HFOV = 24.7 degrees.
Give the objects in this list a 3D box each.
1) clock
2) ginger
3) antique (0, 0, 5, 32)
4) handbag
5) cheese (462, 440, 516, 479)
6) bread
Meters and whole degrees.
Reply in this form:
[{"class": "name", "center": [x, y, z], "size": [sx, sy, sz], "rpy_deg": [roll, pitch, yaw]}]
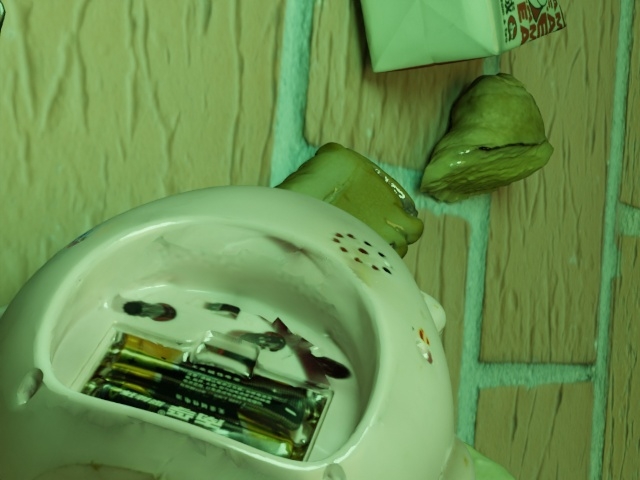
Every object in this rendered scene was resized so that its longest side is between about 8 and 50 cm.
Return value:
[{"class": "clock", "center": [-0.061, 0.104, 1.020], "size": [0.376, 0.368, 0.250], "rpy_deg": [-65, 170, -54]}, {"class": "ginger", "center": [0.169, -0.117, 1.595], "size": [0.193, 0.115, 0.122], "rpy_deg": [-13, 82, -48]}, {"class": "antique", "center": [-0.331, -0.110, 0.638], "size": [0.322, 0.185, 0.255], "rpy_deg": [38, 61, 0]}, {"class": "handbag", "center": [0.161, -0.281, 1.505], "size": [0.298, 0.151, 0.171], "rpy_deg": [-30, 112, -56]}, {"class": "cheese", "center": [0.050, 0.271, 1.327], "size": [0.248, 0.251, 0.173], "rpy_deg": [-41, 126, -29]}, {"class": "bread", "center": [0.000, 0.000, 1.322], "size": [0.134, 0.081, 0.225], "rpy_deg": [49, 44, 1]}]
